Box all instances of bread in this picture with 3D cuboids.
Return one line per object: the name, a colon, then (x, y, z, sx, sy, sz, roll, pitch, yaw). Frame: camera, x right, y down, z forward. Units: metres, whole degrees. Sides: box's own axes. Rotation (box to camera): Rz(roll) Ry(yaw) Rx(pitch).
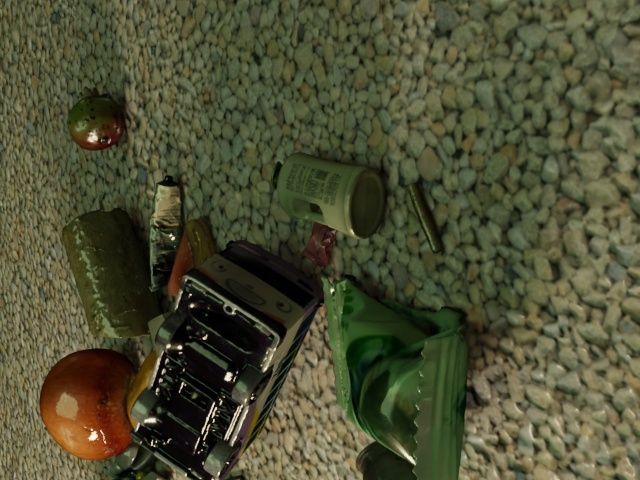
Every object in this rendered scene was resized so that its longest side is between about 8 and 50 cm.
bread: (-0.259, 0.061, 1.855, 0.119, 0.067, 0.192, 54, 133, 36)

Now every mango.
mango: (-0.373, 0.345, 2.026, 0.147, 0.109, 0.227, 33, 121, 45)

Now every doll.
doll: (-0.476, 0.610, 2.164, 0.258, 0.153, 0.195, -39, 37, 25)

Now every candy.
candy: (0.098, 0.208, 1.410, 0.398, 0.172, 0.262, 20, 111, 59)

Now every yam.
yam: (0.159, -0.034, 1.379, 0.021, 0.021, 0.116, -31, 74, 48)
yam: (-0.467, 0.091, 2.033, 0.168, 0.168, 0.304, -32, 74, 48)

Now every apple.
apple: (-0.537, 0.379, 2.116, 0.272, 0.206, 0.251, 79, -166, -56)

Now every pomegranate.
pomegranate: (-0.508, -0.270, 2.029, 0.159, 0.129, 0.129, -131, 44, -57)

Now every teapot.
teapot: (0.121, 0.381, 1.459, 0.146, 0.116, 0.148, 53, 139, 43)

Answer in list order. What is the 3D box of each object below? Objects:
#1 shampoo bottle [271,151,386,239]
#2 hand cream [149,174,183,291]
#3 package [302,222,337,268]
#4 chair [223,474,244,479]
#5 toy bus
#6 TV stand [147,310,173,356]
shampoo bottle: (-0.001, -0.083, 1.504, 0.234, 0.087, 0.118, 18, 112, 46)
hand cream: (-0.333, -0.018, 1.923, 0.052, 0.075, 0.247, 28, 116, 48)
package: (0.000, 0.000, 1.569, 0.059, 0.029, 0.083, 31, 113, 37)
chair: (-0.244, 0.568, 1.937, 0.212, 0.101, 0.084, -32, 75, 49)
toy bus: (-0.167, 0.219, 1.643, 0.209, 0.249, 0.440, 32, 127, 12)
TV stand: (-0.279, 0.284, 1.919, 0.083, 0.088, 0.269, -29, 76, 49)
